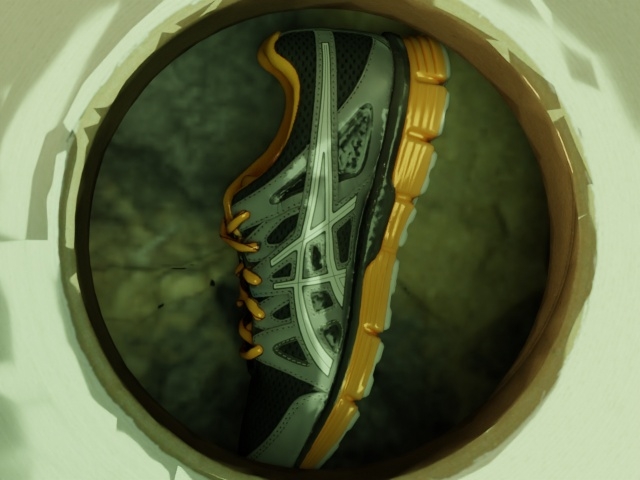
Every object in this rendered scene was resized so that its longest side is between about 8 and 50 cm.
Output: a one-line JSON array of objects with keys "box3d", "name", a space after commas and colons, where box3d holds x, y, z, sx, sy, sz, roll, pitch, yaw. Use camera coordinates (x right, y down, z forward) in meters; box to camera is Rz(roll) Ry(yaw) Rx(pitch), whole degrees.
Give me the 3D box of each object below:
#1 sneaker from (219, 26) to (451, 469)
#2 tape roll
[{"box3d": [-0.008, 0.007, 0.801, 0.083, 0.084, 0.215, 15, 88, -10], "name": "sneaker"}, {"box3d": [0.000, 0.000, 0.727, 0.392, 0.072, 0.392, 0, 90, -2], "name": "tape roll"}]
